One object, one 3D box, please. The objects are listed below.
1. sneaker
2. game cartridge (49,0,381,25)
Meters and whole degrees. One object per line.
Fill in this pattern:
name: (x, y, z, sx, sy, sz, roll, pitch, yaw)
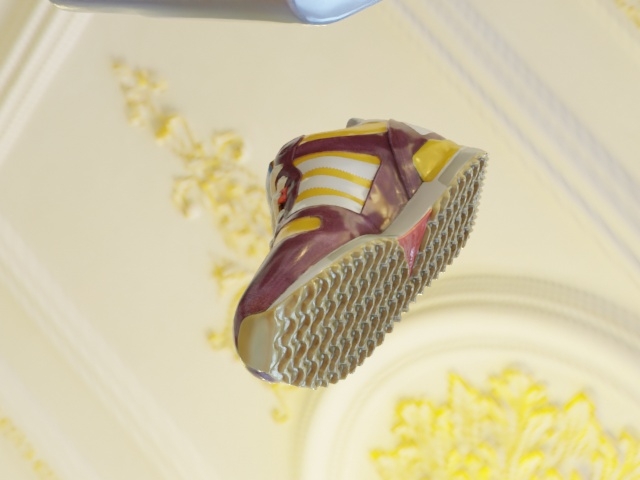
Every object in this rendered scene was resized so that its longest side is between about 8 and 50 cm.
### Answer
sneaker: (0.000, 0.000, 0.701, 0.084, 0.185, 0.070, 22, -58, 23)
game cartridge: (0.024, -0.185, 0.807, 0.196, 0.294, 0.060, 6, -56, 44)
